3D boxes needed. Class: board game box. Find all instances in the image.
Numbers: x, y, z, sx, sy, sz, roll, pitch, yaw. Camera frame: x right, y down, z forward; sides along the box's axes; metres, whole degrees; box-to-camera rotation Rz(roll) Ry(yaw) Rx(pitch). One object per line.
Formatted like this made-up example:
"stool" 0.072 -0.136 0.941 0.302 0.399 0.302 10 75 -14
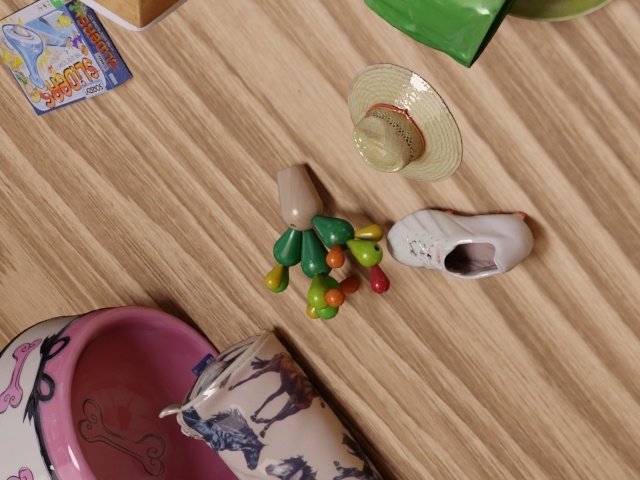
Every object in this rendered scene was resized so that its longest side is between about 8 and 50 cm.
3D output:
"board game box" -0.340 -0.242 1.516 0.201 0.035 0.136 -9 117 49

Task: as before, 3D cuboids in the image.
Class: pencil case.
"pencil case" -0.027 0.325 1.620 0.183 0.160 0.410 -34 99 15

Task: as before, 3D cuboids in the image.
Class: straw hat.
"straw hat" 0.070 -0.104 1.208 0.144 0.061 0.144 27 141 25

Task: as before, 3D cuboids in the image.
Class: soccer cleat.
"soccer cleat" 0.133 0.006 1.236 0.196 0.076 0.068 -4 121 47

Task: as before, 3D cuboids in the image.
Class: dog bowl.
"dog bowl" -0.262 0.271 1.646 0.150 0.408 0.408 -29 102 35

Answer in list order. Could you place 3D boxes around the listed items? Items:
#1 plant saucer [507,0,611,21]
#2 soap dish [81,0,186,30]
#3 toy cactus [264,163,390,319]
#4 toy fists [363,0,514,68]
"plant saucer" 0.167 -0.293 0.950 0.241 0.037 0.241 27 141 25
"soap dish" -0.201 -0.345 1.107 0.291 0.229 0.118 34 148 18
"toy cactus" 0.000 0.000 1.362 0.219 0.112 0.181 -16 91 65
"toy fists" 0.115 -0.270 0.917 0.142 0.096 0.279 34 141 6
